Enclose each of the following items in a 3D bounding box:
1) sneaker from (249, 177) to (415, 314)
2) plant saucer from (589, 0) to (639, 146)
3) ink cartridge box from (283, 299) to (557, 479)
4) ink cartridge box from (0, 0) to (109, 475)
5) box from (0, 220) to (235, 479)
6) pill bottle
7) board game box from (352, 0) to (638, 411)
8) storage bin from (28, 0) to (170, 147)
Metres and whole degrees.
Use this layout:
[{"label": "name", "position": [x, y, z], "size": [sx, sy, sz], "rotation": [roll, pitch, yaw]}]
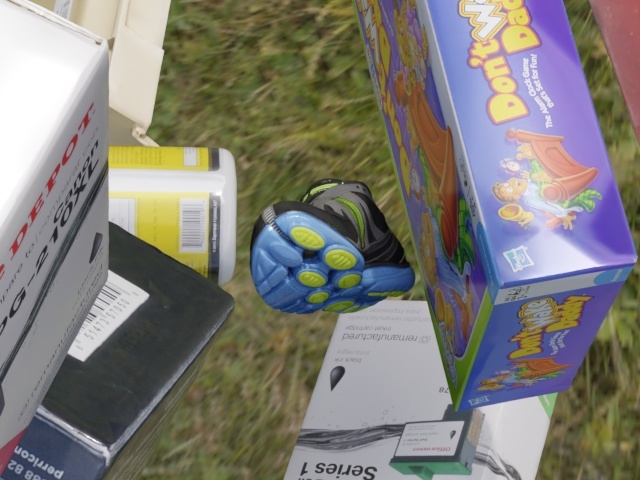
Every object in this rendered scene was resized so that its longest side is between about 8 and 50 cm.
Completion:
[{"label": "sneaker", "position": [0.000, 0.000, 1.101], "size": [0.067, 0.188, 0.078], "rotation": [-26, 76, 17]}, {"label": "plant saucer", "position": [0.162, -0.141, 0.533], "size": [0.048, 0.259, 0.258], "rotation": [-4, 113, 48]}, {"label": "ink cartridge box", "position": [0.070, 0.158, 1.337], "size": [0.160, 0.219, 0.092], "rotation": [0, 143, 27]}, {"label": "ink cartridge box", "position": [-0.162, 0.022, 0.708], "size": [0.100, 0.237, 0.172], "rotation": [24, 67, 4]}, {"label": "box", "position": [-0.259, 0.182, 1.139], "size": [0.212, 0.293, 0.395], "rotation": [30, 107, 2]}, {"label": "pill bottle", "position": [-0.155, -0.018, 1.338], "size": [0.184, 0.103, 0.103], "rotation": [1, 100, -5]}, {"label": "board game box", "position": [0.090, -0.097, 1.111], "size": [0.078, 0.233, 0.347], "rotation": [-10, 68, -6]}, {"label": "storage bin", "position": [-0.205, -0.146, 1.556], "size": [0.123, 0.262, 0.260], "rotation": [31, 141, -33]}]
